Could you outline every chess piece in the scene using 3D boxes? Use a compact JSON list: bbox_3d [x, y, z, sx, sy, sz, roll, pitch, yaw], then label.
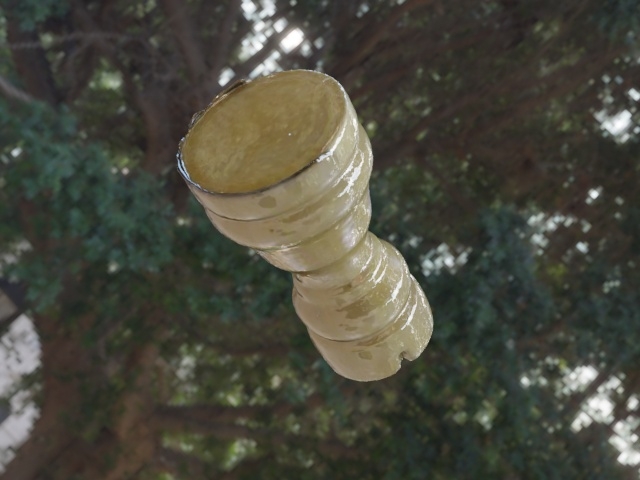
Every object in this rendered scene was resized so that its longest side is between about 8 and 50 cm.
[{"bbox_3d":[0.000,0.000,0.472,0.066,0.066,0.122,27,-24,42],"label":"chess piece"}]
